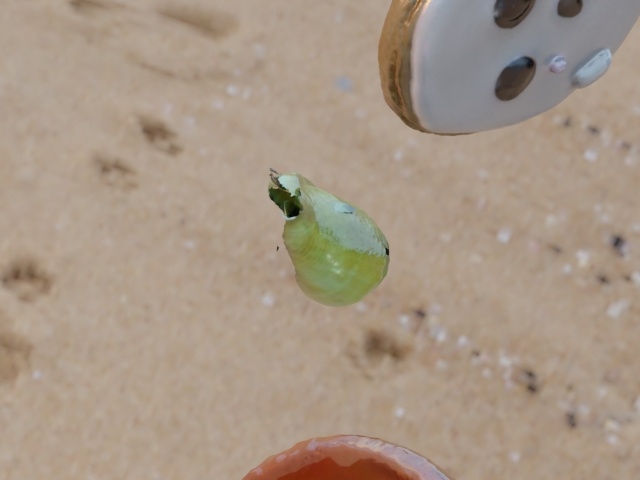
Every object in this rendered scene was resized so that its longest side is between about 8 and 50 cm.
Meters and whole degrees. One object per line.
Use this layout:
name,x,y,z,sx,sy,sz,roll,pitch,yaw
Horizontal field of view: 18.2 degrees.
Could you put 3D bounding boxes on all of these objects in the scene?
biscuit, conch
biscuit,0.127,-0.141,1.188,0.208,0.181,0.049,-40,54,-12
conch,0.004,0.000,1.568,0.095,0.079,0.201,54,1,40

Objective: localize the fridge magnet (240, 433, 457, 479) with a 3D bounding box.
fridge magnet,-0.012,0.293,1.193,0.155,0.363,0.363,17,30,-38
